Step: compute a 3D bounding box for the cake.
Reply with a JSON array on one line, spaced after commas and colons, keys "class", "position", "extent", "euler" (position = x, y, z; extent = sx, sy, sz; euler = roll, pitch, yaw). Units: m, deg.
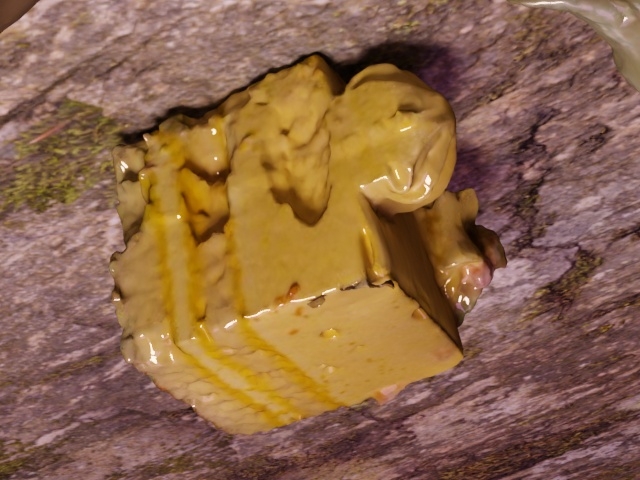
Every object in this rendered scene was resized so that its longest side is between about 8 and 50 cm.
[{"class": "cake", "position": [0.000, 0.000, 1.210], "extent": [0.286, 0.222, 0.227], "euler": [-18, 152, 15]}]

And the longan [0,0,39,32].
[{"class": "longan", "position": [-0.253, -0.239, 0.496], "extent": [0.404, 0.404, 0.436], "euler": [-15, 121, 12]}]

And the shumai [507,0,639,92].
[{"class": "shumai", "position": [0.241, -0.206, 0.841], "extent": [0.323, 0.324, 0.397], "euler": [18, 145, -13]}]
